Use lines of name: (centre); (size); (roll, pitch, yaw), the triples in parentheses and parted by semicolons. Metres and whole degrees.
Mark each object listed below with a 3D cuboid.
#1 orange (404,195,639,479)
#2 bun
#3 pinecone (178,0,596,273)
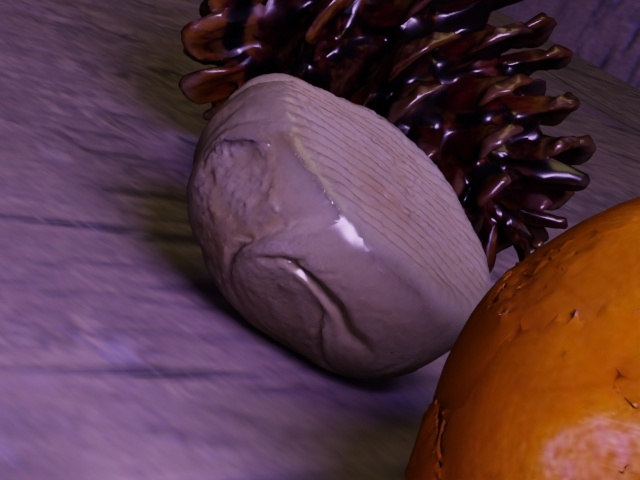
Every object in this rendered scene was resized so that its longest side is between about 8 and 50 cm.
orange: (0.151, 0.095, 0.550); (0.240, 0.240, 0.240); (23, 16, -7)
bun: (0.000, 0.000, 0.806); (0.173, 0.113, 0.166); (50, 23, 0)
pinecone: (0.056, -0.097, 1.018); (0.292, 0.246, 0.246); (52, 24, 17)
